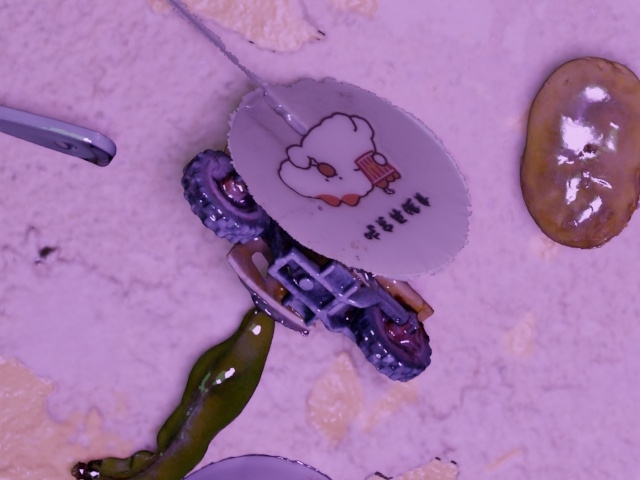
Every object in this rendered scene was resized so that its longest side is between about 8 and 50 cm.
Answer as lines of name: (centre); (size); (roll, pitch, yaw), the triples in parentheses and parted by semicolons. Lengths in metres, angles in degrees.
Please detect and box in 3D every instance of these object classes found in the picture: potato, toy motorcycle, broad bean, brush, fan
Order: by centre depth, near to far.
fan: (-0.026, -0.092, 1.201); (0.329, 0.191, 0.009); (43, 132, 12)
toy motorcycle: (0.000, 0.000, 1.218); (0.229, 0.130, 0.094); (41, 118, -17)
potato: (0.192, -0.063, 1.226); (0.091, 0.070, 0.138); (10, 95, 4)
brush: (-0.286, -0.123, 1.229); (0.297, 0.068, 0.060); (17, 74, -6)
broad bean: (-0.096, 0.131, 1.261); (0.195, 0.046, 0.061); (-41, 98, 6)

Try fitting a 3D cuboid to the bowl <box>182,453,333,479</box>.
bowl: (-0.047, 0.260, 1.255); (0.189, 0.086, 0.189); (0, 97, -1)
